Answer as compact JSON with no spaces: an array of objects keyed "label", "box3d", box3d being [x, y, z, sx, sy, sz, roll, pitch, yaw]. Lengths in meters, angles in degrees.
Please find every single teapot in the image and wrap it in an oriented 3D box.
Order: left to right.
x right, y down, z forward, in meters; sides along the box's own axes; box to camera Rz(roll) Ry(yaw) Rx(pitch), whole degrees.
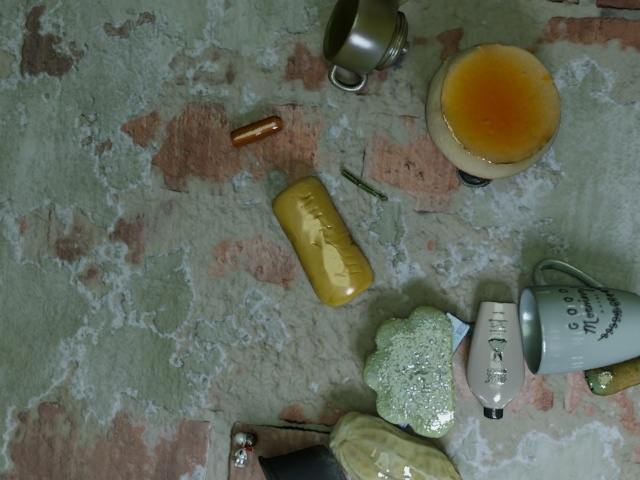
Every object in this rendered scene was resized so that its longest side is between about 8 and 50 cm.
[{"label":"teapot","box3d":[0.114,-0.450,1.748,0.175,0.186,0.268,18,122,-20]}]

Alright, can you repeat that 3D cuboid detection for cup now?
[{"label":"cup","box3d":[0.552,0.150,1.657,0.234,0.186,0.258,-5,58,-1]}]

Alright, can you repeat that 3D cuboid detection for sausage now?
[{"label":"sausage","box3d":[-0.149,-0.258,1.828,0.131,0.041,0.039,-21,62,6]}]

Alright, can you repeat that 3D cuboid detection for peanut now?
[{"label":"peanut","box3d":[0.164,0.484,1.689,0.313,0.152,0.152,27,91,7]}]

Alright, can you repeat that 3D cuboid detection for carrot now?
[{"label":"carrot","box3d":[0.719,0.268,1.670,0.298,0.078,0.078,-13,85,1]}]

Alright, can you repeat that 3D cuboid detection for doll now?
[{"label":"doll","box3d":[-0.175,0.480,1.789,0.058,0.040,0.085,-3,82,20]}]

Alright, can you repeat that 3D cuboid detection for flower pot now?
[{"label":"flower pot","box3d":[-0.021,0.541,1.692,0.148,0.235,0.235,-28,83,-14]}]

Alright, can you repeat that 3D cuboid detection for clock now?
[{"label":"clock","box3d":[0.352,-0.155,1.768,0.083,0.010,0.074,-4,86,7]}]

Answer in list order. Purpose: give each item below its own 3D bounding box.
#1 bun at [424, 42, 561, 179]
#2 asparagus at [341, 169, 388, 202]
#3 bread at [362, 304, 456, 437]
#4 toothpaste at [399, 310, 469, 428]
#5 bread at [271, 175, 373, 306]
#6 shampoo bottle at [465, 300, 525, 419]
[{"label":"bun","box3d":[0.364,-0.278,1.698,0.298,0.165,0.299,1,80,-8]},{"label":"asparagus","box3d":[0.102,-0.124,1.798,0.127,0.015,0.018,34,93,8]},{"label":"bread","box3d":[0.193,0.288,1.693,0.207,0.056,0.287,-6,82,9]},{"label":"toothpaste","box3d":[0.235,0.287,1.736,0.066,0.053,0.272,33,92,8]},{"label":"bread","box3d":[0.000,0.000,1.771,0.142,0.091,0.305,-30,84,0]},{"label":"shampoo bottle","box3d":[0.384,0.263,1.705,0.127,0.078,0.257,2,88,7]}]
